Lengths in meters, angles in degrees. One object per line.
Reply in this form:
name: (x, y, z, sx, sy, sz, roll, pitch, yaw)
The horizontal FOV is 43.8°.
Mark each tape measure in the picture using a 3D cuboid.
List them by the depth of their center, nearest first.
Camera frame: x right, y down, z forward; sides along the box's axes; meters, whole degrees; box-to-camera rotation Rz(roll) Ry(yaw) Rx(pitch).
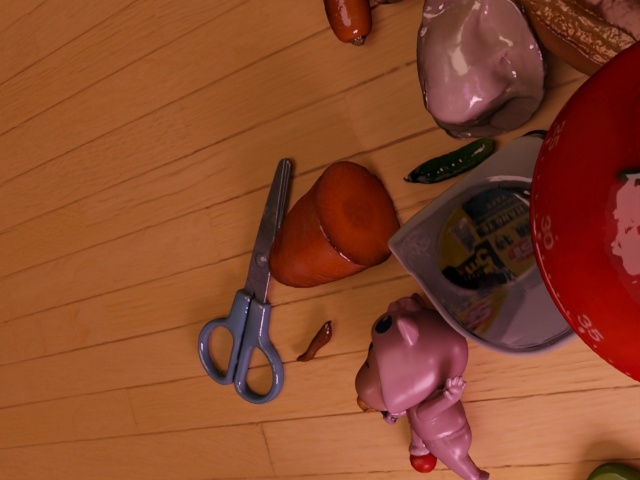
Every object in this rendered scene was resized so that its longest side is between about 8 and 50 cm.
tape measure: (0.252, 0.015, 1.032, 0.259, 0.138, 0.262, -40, 75, 36)

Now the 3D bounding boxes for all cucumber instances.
cucumber: (0.180, -0.104, 1.122, 0.155, 0.037, 0.037, -21, 86, 38)

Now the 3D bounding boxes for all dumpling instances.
dumpling: (0.202, -0.223, 1.007, 0.172, 0.142, 0.247, 10, 138, 30)

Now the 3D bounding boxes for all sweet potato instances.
sweet potato: (-0.005, 0.171, 1.319, 0.026, 0.026, 0.115, 48, 127, 19)

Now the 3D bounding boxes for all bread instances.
bread: (0.326, -0.276, 0.939, 0.236, 0.106, 0.140, 44, 119, 20)

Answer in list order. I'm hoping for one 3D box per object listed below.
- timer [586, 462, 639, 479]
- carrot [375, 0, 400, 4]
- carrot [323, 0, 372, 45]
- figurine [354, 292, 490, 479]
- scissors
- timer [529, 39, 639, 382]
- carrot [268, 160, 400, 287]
timer: (0.403, 0.368, 1.045, 0.128, 0.047, 0.140, 25, 113, 32)
carrot: (0.087, -0.427, 1.099, 0.087, 0.087, 0.194, -7, 95, 37)
carrot: (0.027, -0.392, 1.161, 0.067, 0.067, 0.225, -12, 90, 37)
figurine: (0.137, 0.227, 1.143, 0.186, 0.176, 0.288, -17, 104, 12)
scissors: (-0.107, 0.069, 1.368, 0.192, 0.029, 0.447, 27, 114, 29)
timer: (0.398, -0.027, 0.785, 0.377, 0.279, 0.378, 0, 82, -2)
carrot: (0.000, 0.000, 1.225, 0.225, 0.159, 0.159, -35, 77, 49)
